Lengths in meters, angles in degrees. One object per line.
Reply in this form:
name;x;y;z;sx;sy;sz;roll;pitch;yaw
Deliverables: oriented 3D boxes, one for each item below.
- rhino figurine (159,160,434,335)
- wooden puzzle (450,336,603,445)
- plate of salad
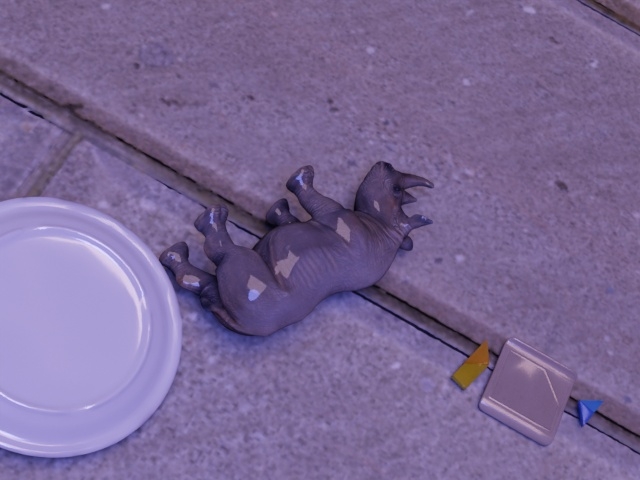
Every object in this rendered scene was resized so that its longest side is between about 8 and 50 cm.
rhino figurine;0.000;0.000;0.988;0.243;0.073;0.106;-26;68;-30
wooden puzzle;0.169;0.123;1.010;0.116;0.014;0.078;35;61;4
plate of salad;-0.199;0.063;0.900;0.200;0.048;0.200;10;64;-23
